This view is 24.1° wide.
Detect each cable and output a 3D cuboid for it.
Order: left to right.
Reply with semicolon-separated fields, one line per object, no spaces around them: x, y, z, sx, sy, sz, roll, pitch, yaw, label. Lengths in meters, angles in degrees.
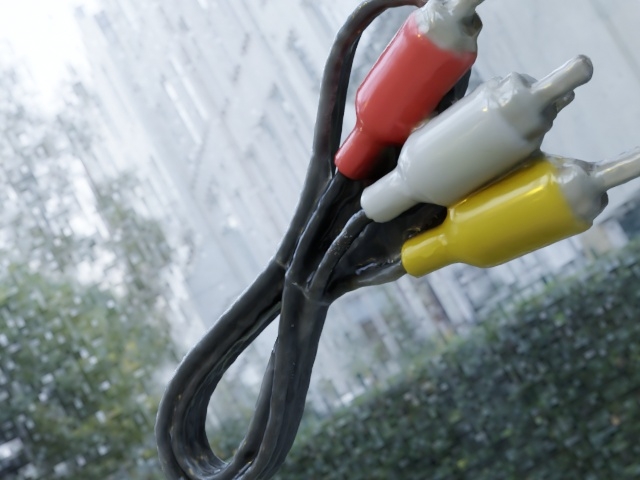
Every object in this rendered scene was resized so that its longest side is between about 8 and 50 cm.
0.000;0.000;0.641;0.287;0.139;0.072;-42;-13;24;cable
